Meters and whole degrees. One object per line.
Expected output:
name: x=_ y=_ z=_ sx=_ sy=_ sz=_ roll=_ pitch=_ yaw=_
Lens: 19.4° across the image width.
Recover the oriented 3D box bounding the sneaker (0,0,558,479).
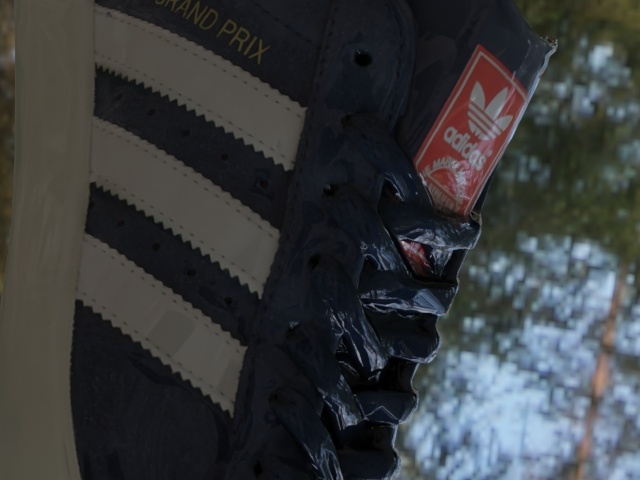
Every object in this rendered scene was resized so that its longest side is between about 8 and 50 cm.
sneaker: x=0.000 y=0.000 z=0.530 sx=0.148 sy=0.131 sz=0.350 roll=-17 pitch=-116 yaw=19
